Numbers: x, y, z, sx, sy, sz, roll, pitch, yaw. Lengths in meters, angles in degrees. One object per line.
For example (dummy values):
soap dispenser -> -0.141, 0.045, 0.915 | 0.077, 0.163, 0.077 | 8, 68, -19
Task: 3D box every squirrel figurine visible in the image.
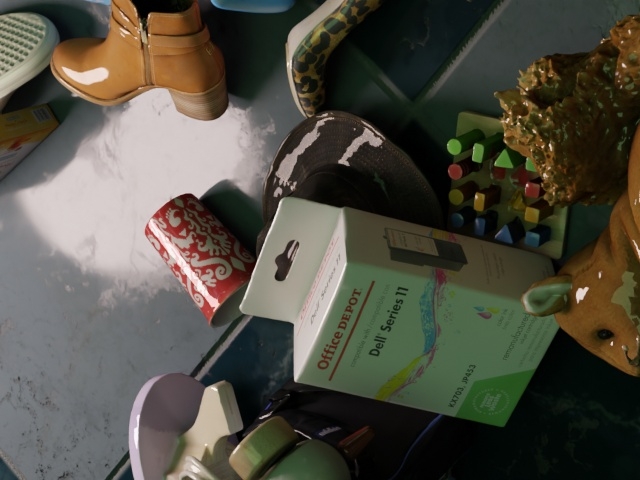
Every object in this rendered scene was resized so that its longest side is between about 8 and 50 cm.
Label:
squirrel figurine -> 0.378, -0.051, 1.717 | 0.397, 0.281, 0.370 | 57, 135, 19

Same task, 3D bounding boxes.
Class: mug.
mug -> -0.173, 0.036, 2.159 | 0.169, 0.113, 0.150 | 49, 122, 15

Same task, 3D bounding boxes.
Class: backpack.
backpack -> 0.042, 0.281, 2.020 | 0.263, 0.276, 0.213 | 12, 123, 33

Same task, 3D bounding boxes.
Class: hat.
hat -> 0.000, 0.000, 1.980 | 0.331, 0.134, 0.331 | 20, 119, 40

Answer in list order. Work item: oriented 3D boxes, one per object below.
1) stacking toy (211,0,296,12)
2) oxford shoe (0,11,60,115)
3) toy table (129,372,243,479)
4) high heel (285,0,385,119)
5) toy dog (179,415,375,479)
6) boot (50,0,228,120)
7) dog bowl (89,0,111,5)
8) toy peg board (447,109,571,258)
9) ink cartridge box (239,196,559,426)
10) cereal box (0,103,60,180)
stacking toy -> -0.167, -0.400, 2.015 | 0.302, 0.166, 0.175 | 14, 104, 41
oxford shoe -> -0.549, -0.207, 2.326 | 0.449, 0.169, 0.130 | -28, 132, 28
toy table -> -0.151, 0.321, 2.163 | 0.161, 0.252, 0.274 | -9, 110, 50
high heel -> 0.046, -0.261, 1.962 | 0.186, 0.093, 0.261 | -6, 131, 0
toy dog -> -0.020, 0.308, 1.827 | 0.220, 0.161, 0.333 | 59, 154, 0
boot -> -0.262, -0.273, 2.060 | 0.283, 0.109, 0.220 | 22, 153, 22
dog bowl -> -0.326, -0.468, 2.080 | 0.166, 0.074, 0.297 | -145, 52, -59
toy peg board -> 0.224, -0.063, 1.891 | 0.161, 0.079, 0.161 | 15, 112, 29
ink cartridge box -> 0.094, 0.089, 1.869 | 0.353, 0.119, 0.207 | 13, 126, -12
cereal box -> -0.524, -0.112, 2.301 | 0.240, 0.173, 0.047 | -38, 84, 35
